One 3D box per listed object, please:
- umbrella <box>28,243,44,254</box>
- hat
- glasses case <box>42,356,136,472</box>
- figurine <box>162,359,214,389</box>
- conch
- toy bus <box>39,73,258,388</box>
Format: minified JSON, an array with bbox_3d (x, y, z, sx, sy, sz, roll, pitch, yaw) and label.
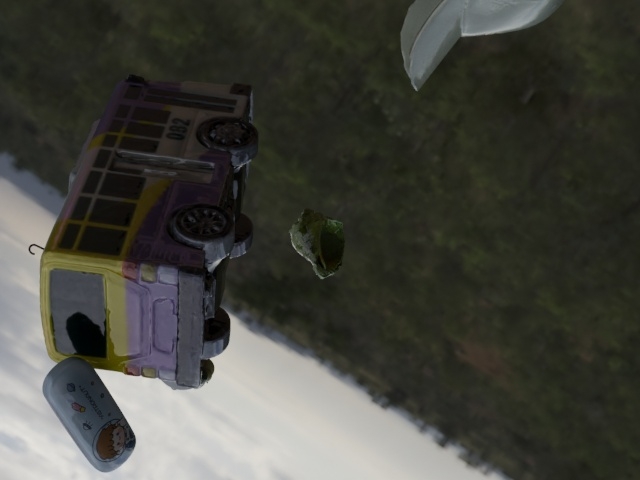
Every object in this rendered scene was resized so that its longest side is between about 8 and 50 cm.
[{"bbox_3d":[-0.380,0.030,1.817,0.122,0.022,0.013,23,167,-26],"label":"umbrella"},{"bbox_3d":[0.237,-0.330,1.737,0.168,0.301,0.258,34,-164,-8],"label":"hat"},{"bbox_3d":[-0.291,0.222,1.532,0.045,0.067,0.178,21,144,45],"label":"glasses case"},{"bbox_3d":[-0.235,0.180,1.996,0.147,0.094,0.197,51,161,34],"label":"figurine"},{"bbox_3d":[0.000,0.000,1.949,0.074,0.089,0.121,84,166,-75],"label":"conch"},{"bbox_3d":[-0.223,-0.033,1.646,0.249,0.209,0.439,7,-140,2],"label":"toy bus"}]
